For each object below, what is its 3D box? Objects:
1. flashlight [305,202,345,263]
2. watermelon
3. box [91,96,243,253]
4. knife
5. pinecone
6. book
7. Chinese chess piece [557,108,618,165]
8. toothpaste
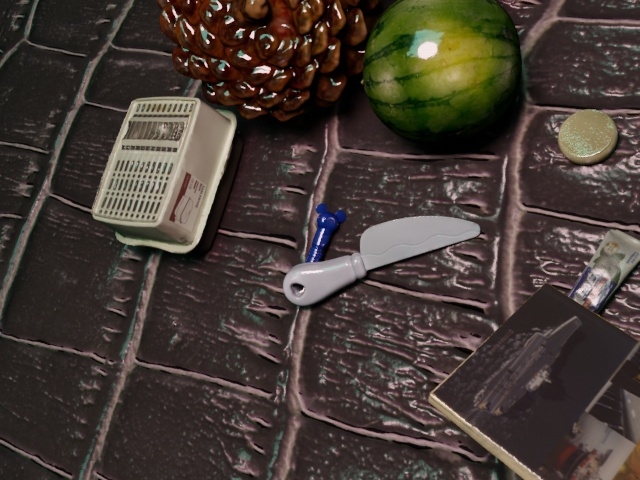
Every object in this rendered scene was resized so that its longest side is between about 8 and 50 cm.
[{"bbox_3d":[0.000,0.000,1.170,0.035,0.057,0.121,9,80,68],"label":"flashlight"},{"bbox_3d":[0.184,-0.266,1.055,0.242,0.242,0.242,-11,65,25],"label":"watermelon"},{"bbox_3d":[-0.280,-0.123,1.293,0.220,0.166,0.291,8,74,31],"label":"box"},{"bbox_3d":[0.087,0.018,1.096,0.331,0.044,0.080,-24,98,16],"label":"knife"},{"bbox_3d":[-0.086,-0.411,1.210,0.397,0.397,0.398,-11,65,25],"label":"pinecone"},{"bbox_3d":[0.346,0.218,0.781,0.374,0.028,0.262,36,51,28],"label":"book"},{"bbox_3d":[0.394,-0.152,1.015,0.084,0.034,0.084,-10,68,26],"label":"Chinese chess piece"},{"bbox_3d":[0.357,0.087,0.935,0.060,0.038,0.233,36,88,26],"label":"toothpaste"}]
